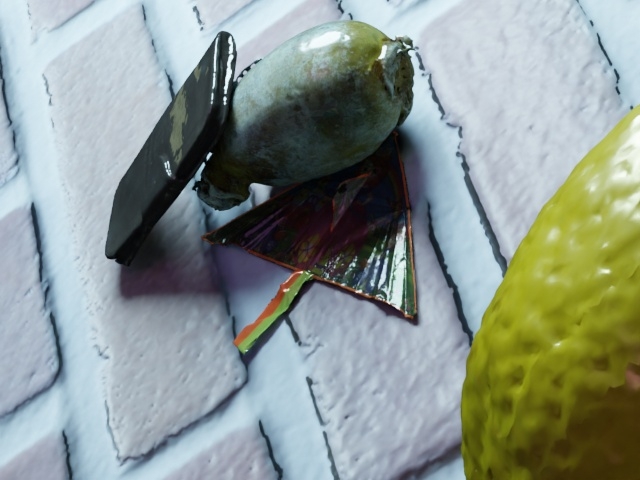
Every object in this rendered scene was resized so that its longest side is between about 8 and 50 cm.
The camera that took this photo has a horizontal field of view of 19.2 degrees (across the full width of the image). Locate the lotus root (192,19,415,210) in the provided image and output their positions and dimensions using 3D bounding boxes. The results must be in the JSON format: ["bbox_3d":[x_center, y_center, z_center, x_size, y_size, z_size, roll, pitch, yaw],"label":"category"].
[{"bbox_3d":[-0.013,-0.076,1.105,0.165,0.088,0.088,-30,42,34],"label":"lotus root"}]

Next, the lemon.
[{"bbox_3d":[0.181,0.059,0.712,0.320,0.245,0.245,-48,41,5],"label":"lemon"}]

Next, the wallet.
[{"bbox_3d":[-0.091,-0.052,1.144,0.157,0.018,0.082,-50,27,44],"label":"wallet"}]

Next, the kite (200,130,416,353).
[{"bbox_3d":[0.000,0.000,1.087,0.190,0.010,0.159,17,70,47],"label":"kite"}]
